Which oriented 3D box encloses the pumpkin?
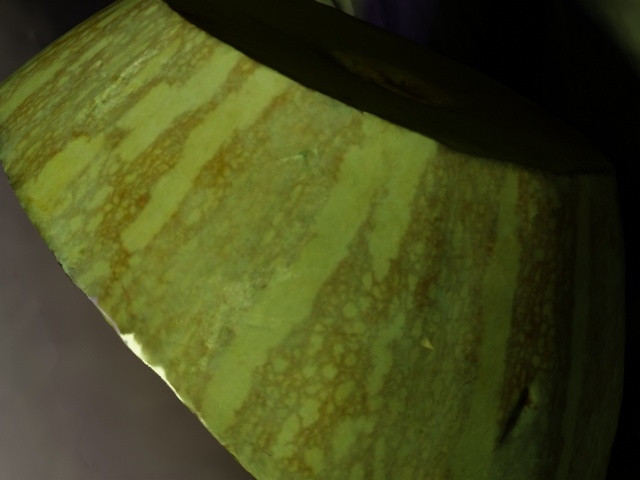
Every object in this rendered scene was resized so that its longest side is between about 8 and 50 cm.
[{"bbox_3d":[0.015,-0.008,0.506,0.110,0.217,0.217,-53,47,19],"label":"pumpkin"}]

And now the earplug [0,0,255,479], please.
[{"bbox_3d":[-0.046,0.099,0.611,0.456,0.215,0.215,-126,23,-51],"label":"earplug"}]
